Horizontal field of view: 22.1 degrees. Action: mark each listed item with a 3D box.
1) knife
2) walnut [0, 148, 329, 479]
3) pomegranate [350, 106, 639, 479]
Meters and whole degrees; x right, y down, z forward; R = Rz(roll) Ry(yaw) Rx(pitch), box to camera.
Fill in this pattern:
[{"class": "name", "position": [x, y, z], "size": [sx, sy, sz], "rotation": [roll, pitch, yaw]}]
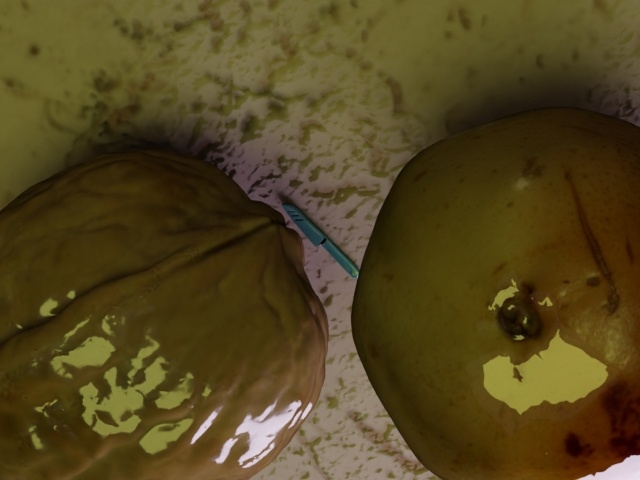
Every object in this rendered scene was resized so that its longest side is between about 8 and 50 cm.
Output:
[{"class": "knife", "position": [0.000, 0.000, 1.367], "size": [0.014, 0.005, 0.091], "rotation": [-36, 108, 25]}, {"class": "walnut", "position": [-0.146, 0.074, 1.291], "size": [0.313, 0.277, 0.252], "rotation": [-35, 140, 22]}, {"class": "pomegranate", "position": [0.169, 0.054, 1.208], "size": [0.319, 0.319, 0.319], "rotation": [5, 121, 8]}]
